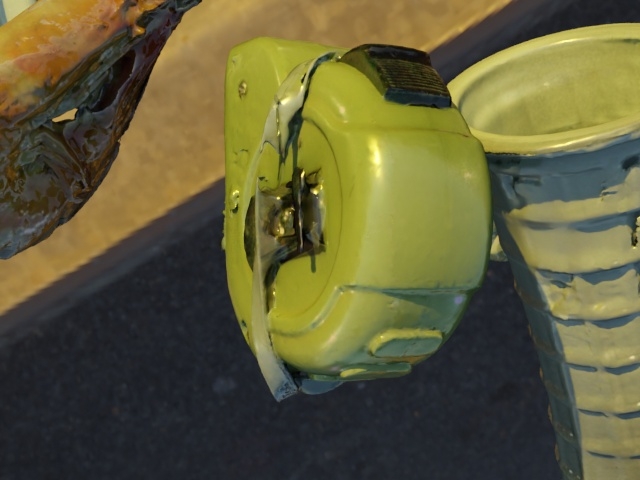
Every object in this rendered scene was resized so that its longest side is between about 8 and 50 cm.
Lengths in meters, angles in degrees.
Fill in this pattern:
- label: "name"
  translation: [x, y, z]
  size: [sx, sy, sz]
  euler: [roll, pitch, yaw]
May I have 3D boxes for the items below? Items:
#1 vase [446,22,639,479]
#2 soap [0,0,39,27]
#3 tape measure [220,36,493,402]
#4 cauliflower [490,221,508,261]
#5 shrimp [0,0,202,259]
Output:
- label: "vase"
  translation: [0.164, 0.047, 0.673]
  size: [0.143, 0.143, 0.299]
  euler: [-22, 116, -7]
- label: "soap"
  translation: [-0.292, -0.207, 1.032]
  size: [0.066, 0.119, 0.198]
  euler: [-17, 100, -39]
- label: "tape measure"
  translation: [0.010, -0.012, 0.570]
  size: [0.087, 0.154, 0.178]
  euler: [0, 88, -33]
- label: "cauliflower"
  translation: [0.141, -0.027, 1.404]
  size: [0.256, 0.315, 0.239]
  euler: [-1, 103, -52]
- label: "shrimp"
  translation: [-0.172, -0.104, 0.859]
  size: [0.294, 0.062, 0.154]
  euler: [-46, 138, -13]
